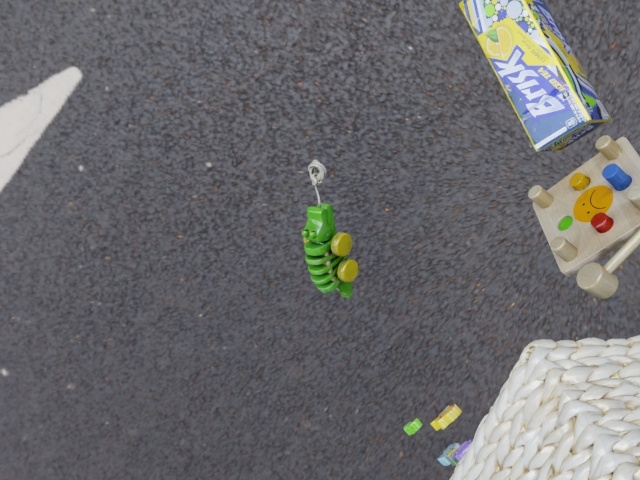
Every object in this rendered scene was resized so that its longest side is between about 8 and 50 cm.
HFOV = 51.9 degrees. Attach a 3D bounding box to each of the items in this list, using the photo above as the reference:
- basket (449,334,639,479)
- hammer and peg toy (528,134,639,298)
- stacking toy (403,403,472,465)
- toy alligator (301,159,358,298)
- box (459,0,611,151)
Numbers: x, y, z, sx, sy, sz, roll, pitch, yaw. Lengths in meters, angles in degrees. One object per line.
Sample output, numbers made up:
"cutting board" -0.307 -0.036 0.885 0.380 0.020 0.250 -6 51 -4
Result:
"basket" 0.324 0.283 0.638 0.266 0.329 0.331 -114 32 -48
"hammer and peg toy" 0.607 -0.043 1.388 0.127 0.361 0.266 33 122 -27
"stacking toy" 0.250 0.384 1.197 0.052 0.221 0.167 -39 82 -22
"toy alligator" 0.000 0.000 0.782 0.056 0.051 0.189 13 130 41
"box" 0.201 -0.170 0.620 0.059 0.054 0.168 -34 74 42
